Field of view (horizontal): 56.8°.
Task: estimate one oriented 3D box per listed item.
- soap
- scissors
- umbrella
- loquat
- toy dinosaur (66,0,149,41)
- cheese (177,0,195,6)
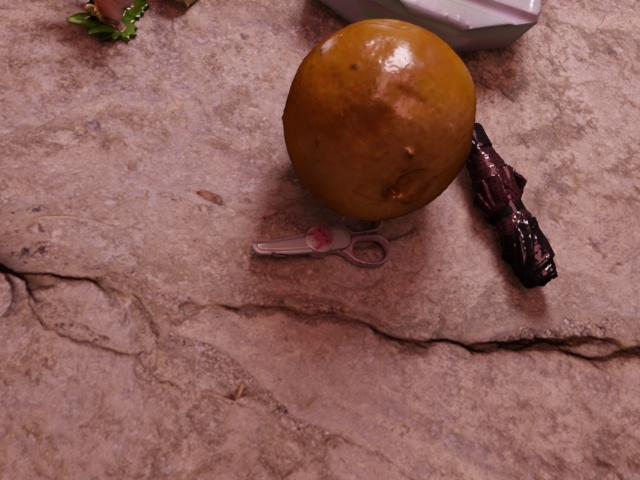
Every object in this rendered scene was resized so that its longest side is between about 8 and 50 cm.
[{"bbox_3d":[0.216,-0.529,1.180,0.446,0.156,0.261,16,81,-10],"label":"soap"},{"bbox_3d":[0.000,0.000,1.014,0.242,0.030,0.118,-7,68,-16],"label":"scissors"},{"bbox_3d":[0.328,-0.067,1.072,0.090,0.094,0.326,-6,67,-43],"label":"umbrella"},{"bbox_3d":[0.093,-0.193,0.958,0.328,0.328,0.328,4,67,-9],"label":"loquat"},{"bbox_3d":[-0.375,-0.449,1.053,0.194,0.177,0.152,21,64,1],"label":"toy dinosaur"},{"bbox_3d":[-0.298,-0.548,1.154,0.167,0.094,0.123,34,67,5],"label":"cheese"}]
